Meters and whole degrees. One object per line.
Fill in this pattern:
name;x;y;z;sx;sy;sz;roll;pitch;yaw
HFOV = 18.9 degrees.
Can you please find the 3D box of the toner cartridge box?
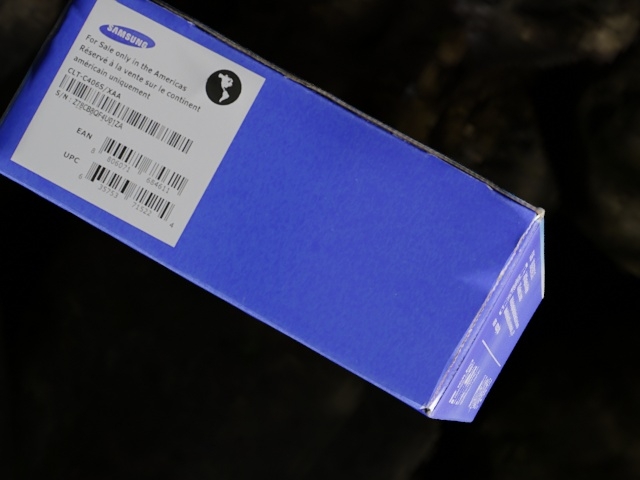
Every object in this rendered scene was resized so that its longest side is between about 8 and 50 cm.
toner cartridge box;0.000;0.000;0.753;0.075;0.165;0.348;-59;172;-2
